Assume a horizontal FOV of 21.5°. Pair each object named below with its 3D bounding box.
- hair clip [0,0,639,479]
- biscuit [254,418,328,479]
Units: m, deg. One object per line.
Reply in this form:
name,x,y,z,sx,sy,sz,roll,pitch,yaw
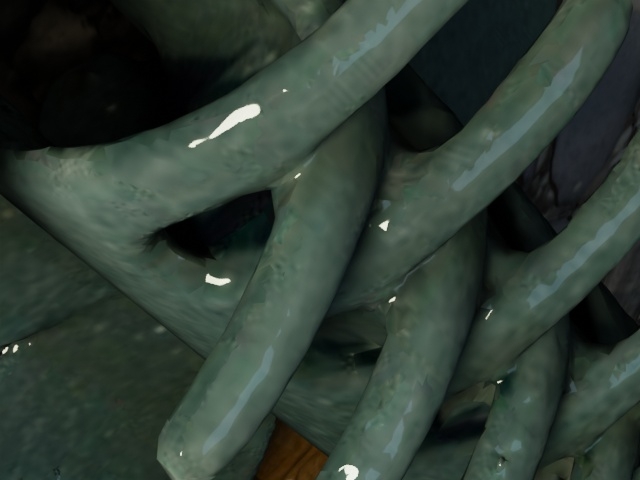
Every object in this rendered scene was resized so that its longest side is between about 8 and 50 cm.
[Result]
hair clip,0.000,0.000,0.579,0.392,0.238,0.318,-54,136,-9
biscuit,-0.015,0.106,0.818,0.182,0.034,0.215,-55,144,-9
